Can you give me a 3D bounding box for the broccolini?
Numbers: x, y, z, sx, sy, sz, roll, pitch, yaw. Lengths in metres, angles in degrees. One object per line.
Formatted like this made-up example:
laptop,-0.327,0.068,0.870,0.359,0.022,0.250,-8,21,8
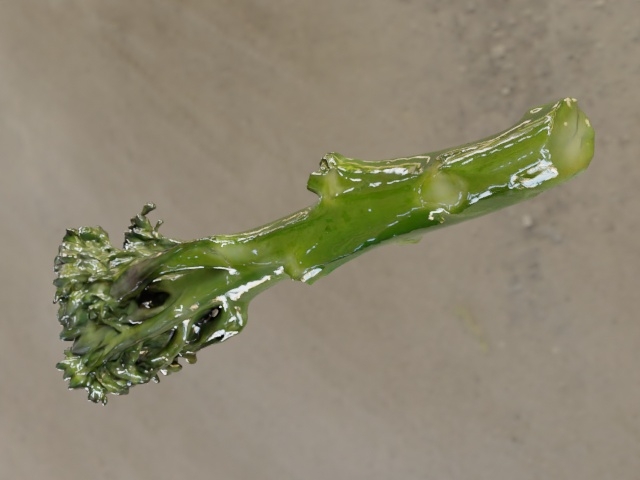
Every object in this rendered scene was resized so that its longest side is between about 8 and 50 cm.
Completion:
broccolini,0.000,0.003,0.593,0.216,0.067,0.058,-18,131,39
